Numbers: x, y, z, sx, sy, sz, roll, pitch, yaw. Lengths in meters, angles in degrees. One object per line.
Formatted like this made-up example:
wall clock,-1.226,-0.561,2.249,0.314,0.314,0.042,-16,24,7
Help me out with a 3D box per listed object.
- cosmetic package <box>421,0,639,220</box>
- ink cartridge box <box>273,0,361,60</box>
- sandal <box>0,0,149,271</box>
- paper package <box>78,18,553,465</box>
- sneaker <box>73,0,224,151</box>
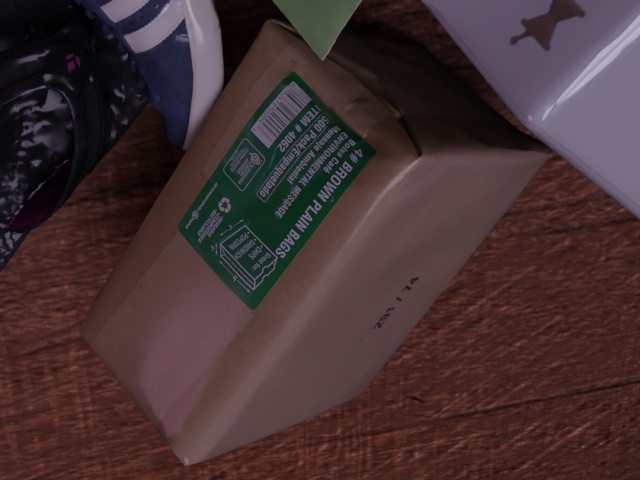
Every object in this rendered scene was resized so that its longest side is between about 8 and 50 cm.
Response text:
cosmetic package,0.280,-0.213,0.836,0.327,0.329,0.394,-44,140,17
ink cartridge box,0.002,-0.264,0.754,0.056,0.171,0.235,-2,138,-49
sandal,-0.260,-0.069,0.957,0.168,0.107,0.445,25,113,-32
paper package,0.000,0.000,0.967,0.325,0.168,0.309,-54,160,22
sneaker,-0.154,-0.205,0.820,0.148,0.131,0.350,-8,134,-4
